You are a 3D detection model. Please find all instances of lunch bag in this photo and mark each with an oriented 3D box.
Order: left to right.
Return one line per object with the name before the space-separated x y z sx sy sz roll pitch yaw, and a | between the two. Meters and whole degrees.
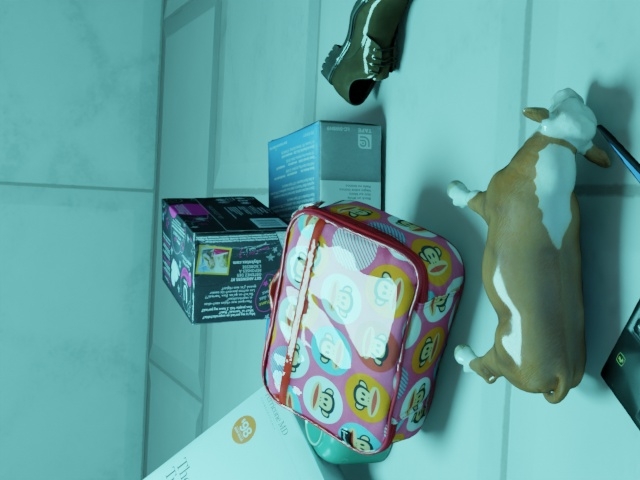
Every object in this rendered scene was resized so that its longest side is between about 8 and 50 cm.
lunch bag | 0.034 0.098 1.288 0.258 0.120 0.293 26 115 35

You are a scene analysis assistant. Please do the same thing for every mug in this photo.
mug | 0.030 0.257 1.444 0.158 0.097 0.129 141 128 -63

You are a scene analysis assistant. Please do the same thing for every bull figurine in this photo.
bull figurine | 0.206 0.005 1.011 0.188 0.101 0.310 166 107 -72

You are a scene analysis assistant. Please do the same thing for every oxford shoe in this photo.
oxford shoe | 0.083 -0.279 1.413 0.096 0.083 0.227 59 146 23

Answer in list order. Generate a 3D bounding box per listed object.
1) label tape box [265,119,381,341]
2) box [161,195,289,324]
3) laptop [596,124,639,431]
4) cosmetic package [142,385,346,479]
label tape box | 0.000 0.000 1.538 0.241 0.106 0.333 175 95 -70
box | -0.143 0.026 1.534 0.247 0.163 0.142 -143 53 -66
laptop | 0.273 0.087 0.772 0.234 0.137 0.264 -114 33 -50
cosmetic package | -0.084 0.429 1.462 0.284 0.097 0.377 -38 47 8
